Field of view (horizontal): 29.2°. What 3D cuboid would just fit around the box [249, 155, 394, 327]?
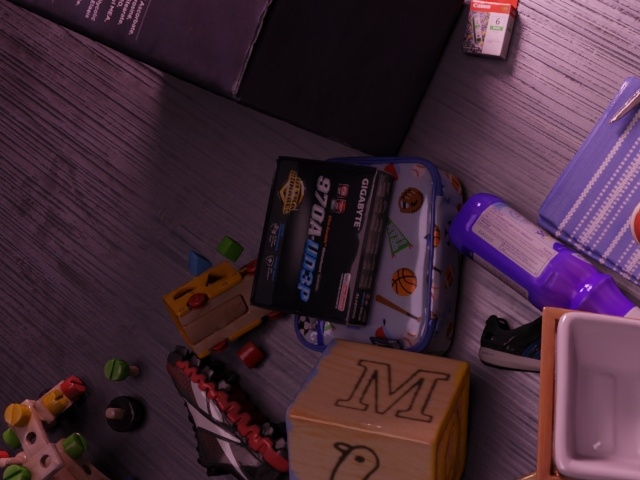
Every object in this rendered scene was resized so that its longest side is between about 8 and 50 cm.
[{"bbox_3d":[0.000,0.000,1.718,0.175,0.051,0.220,10,88,35],"label":"box"}]

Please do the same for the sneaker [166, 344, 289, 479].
[{"bbox_3d":[-0.153,0.276,1.844,0.276,0.098,0.135,42,99,23],"label":"sneaker"}]

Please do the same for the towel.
[{"bbox_3d":[0.480,-0.041,1.617,0.336,0.040,0.243,35,97,24],"label":"towel"}]

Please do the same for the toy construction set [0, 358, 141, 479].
[{"bbox_3d":[-0.456,0.336,1.908,0.309,0.237,0.257,-15,76,24],"label":"toy construction set"}]

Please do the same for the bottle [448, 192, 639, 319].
[{"bbox_3d":[0.305,0.045,1.639,0.283,0.118,0.092,38,100,26],"label":"bottle"}]

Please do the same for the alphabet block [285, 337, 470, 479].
[{"bbox_3d":[0.080,0.266,1.631,0.197,0.193,0.192,8,122,19],"label":"alphabet block"}]

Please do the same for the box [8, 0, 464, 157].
[{"bbox_3d":[-0.125,-0.356,1.707,0.472,0.480,0.297,25,96,27],"label":"box"}]

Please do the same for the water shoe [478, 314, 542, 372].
[{"bbox_3d":[0.310,0.140,1.650,0.203,0.073,0.080,4,82,26],"label":"water shoe"}]

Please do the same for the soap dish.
[{"bbox_3d":[0.399,0.213,1.487,0.291,0.118,0.228,8,65,-4],"label":"soap dish"}]

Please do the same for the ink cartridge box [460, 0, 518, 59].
[{"bbox_3d":[0.246,-0.321,1.769,0.063,0.029,0.115,12,89,28],"label":"ink cartridge box"}]

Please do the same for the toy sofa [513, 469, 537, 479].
[{"bbox_3d":[0.370,0.448,1.553,0.150,0.177,0.362,-24,71,-4],"label":"toy sofa"}]

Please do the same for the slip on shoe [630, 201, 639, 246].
[{"bbox_3d":[0.536,0.025,1.507,0.331,0.101,0.123,30,96,26],"label":"slip on shoe"}]

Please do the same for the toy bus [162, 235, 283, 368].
[{"bbox_3d":[-0.138,0.082,1.857,0.104,0.202,0.191,39,110,56],"label":"toy bus"}]

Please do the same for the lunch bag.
[{"bbox_3d":[0.075,0.032,1.761,0.243,0.115,0.303,3,83,29],"label":"lunch bag"}]

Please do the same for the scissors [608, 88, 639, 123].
[{"bbox_3d":[0.496,-0.266,1.627,0.297,0.021,0.109,-28,76,14],"label":"scissors"}]
